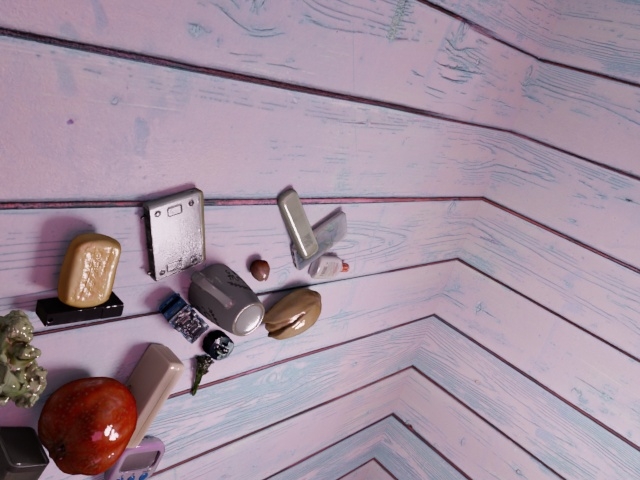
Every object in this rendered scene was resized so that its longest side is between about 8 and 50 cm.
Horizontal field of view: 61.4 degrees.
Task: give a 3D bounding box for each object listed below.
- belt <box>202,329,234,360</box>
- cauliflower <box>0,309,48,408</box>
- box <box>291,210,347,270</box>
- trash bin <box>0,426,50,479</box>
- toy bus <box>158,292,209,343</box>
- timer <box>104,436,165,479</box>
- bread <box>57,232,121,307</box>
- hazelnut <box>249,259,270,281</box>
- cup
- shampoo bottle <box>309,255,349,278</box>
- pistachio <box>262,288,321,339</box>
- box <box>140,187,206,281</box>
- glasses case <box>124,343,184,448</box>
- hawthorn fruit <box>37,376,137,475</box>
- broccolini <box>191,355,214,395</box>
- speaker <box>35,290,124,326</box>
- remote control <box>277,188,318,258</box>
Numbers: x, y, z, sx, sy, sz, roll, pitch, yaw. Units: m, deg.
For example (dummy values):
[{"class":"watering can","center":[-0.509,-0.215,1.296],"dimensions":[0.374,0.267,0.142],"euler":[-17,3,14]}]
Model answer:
[{"class":"belt","center":[-0.386,0.400,2.046],"dimensions":[0.105,0.058,0.140],"euler":[-49,144,-10]},{"class":"cauliflower","center":[-0.801,0.298,1.330],"dimensions":[0.327,0.280,0.261],"euler":[55,39,-36]},{"class":"box","center":[0.000,0.000,2.206],"dimensions":[0.285,0.044,0.142],"euler":[-36,143,-25]},{"class":"trash bin","center":[-0.920,0.692,1.564],"dimensions":[0.122,0.164,0.241],"euler":[27,96,-53]},{"class":"toy bus","center":[-0.461,0.260,1.816],"dimensions":[0.090,0.106,0.185],"euler":[-42,147,-14]},{"class":"timer","center":[-0.689,0.819,2.003],"dimensions":[0.208,0.069,0.191],"euler":[20,100,-52]},{"class":"bread","center":[-0.639,0.077,1.483],"dimensions":[0.147,0.098,0.218],"euler":[8,108,-50]},{"class":"hazelnut","center":[-0.223,0.112,2.003],"dimensions":[0.086,0.086,0.087],"euler":[-29,135,-33]},{"class":"cup","center":[-0.328,0.195,1.817],"dimensions":[0.186,0.234,0.258],"euler":[-51,141,-8]},{"class":"shampoo bottle","center":[0.045,0.117,2.333],"dimensions":[0.220,0.051,0.108],"euler":[4,112,-50]},{"class":"pistachio","center":[-0.106,0.298,2.211],"dimensions":[0.293,0.181,0.162],"euler":[-35,101,-32]},{"class":"box","center":[-0.451,-0.015,1.674],"dimensions":[0.210,0.045,0.271],"euler":[-23,132,-39]},{"class":"glasses case","center":[-0.599,0.525,1.826],"dimensions":[0.337,0.144,0.076],"euler":[-57,144,2]},{"class":"hawthorn fruit","center":[-0.689,0.543,1.665],"dimensions":[0.330,0.286,0.287],"euler":[-43,151,-62]},{"class":"broccolini","center":[-0.455,0.526,2.062],"dimensions":[0.073,0.058,0.201],"euler":[-5,120,-39]},{"class":"speaker","center":[-0.681,0.193,1.535],"dimensions":[0.218,0.082,0.044],"euler":[-4,120,-48]},{"class":"remote control","center":[-0.081,-0.056,2.036],"dimensions":[0.090,0.038,0.310],"euler":[-38,130,-19]}]
